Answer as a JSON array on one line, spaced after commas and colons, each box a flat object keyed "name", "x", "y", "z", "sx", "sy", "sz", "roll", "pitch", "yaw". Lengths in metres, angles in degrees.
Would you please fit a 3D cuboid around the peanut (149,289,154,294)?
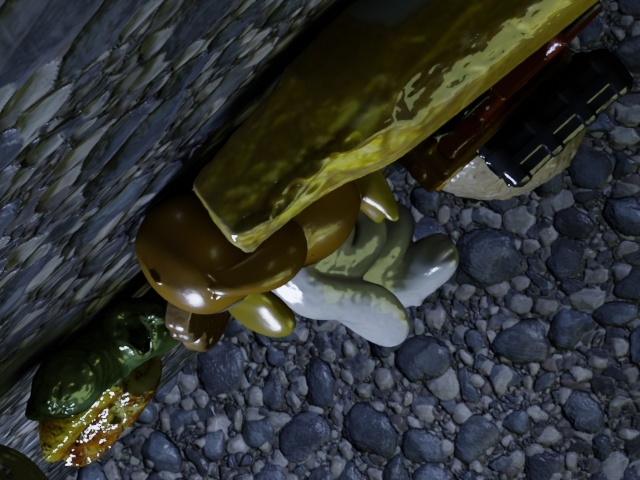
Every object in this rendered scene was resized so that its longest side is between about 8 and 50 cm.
[{"name": "peanut", "x": -0.194, "y": 0.090, "z": 2.056, "sx": 0.152, "sy": 0.076, "sz": 0.076, "roll": -47, "pitch": 176, "yaw": 14}]

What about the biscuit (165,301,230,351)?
[{"name": "biscuit", "x": -0.114, "y": 0.024, "z": 1.925, "sx": 0.320, "sy": 0.047, "sz": 0.183, "roll": -57, "pitch": 164, "yaw": -48}]

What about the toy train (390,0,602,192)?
[{"name": "toy train", "x": 0.195, "y": -0.219, "z": 1.948, "sx": 0.369, "sy": 0.163, "sz": 0.231, "roll": -42, "pitch": 178, "yaw": -38}]

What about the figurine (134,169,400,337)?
[{"name": "figurine", "x": -0.062, "y": -0.018, "z": 1.552, "sx": 0.228, "sy": 0.215, "sz": 0.215, "roll": -58, "pitch": 180, "yaw": -11}]

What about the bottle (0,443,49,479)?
[{"name": "bottle", "x": -0.413, "y": 0.328, "z": 1.640, "sx": 0.171, "sy": 0.171, "sz": 0.351, "roll": -44, "pitch": 174, "yaw": 16}]

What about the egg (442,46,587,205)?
[{"name": "egg", "x": 0.255, "y": -0.189, "z": 2.324, "sx": 0.310, "sy": 0.279, "sz": 0.279, "roll": -25, "pitch": 166, "yaw": -38}]

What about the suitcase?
[{"name": "suitcase", "x": 0.295, "y": -0.158, "z": 2.055, "sx": 0.206, "sy": 0.066, "sz": 0.285, "roll": -42, "pitch": -178, "yaw": 6}]

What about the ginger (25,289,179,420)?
[{"name": "ginger", "x": -0.242, "y": 0.125, "z": 1.834, "sx": 0.137, "sy": 0.089, "sz": 0.290, "roll": -22, "pitch": -173, "yaw": 39}]

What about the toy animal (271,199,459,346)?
[{"name": "toy animal", "x": 0.000, "y": 0.000, "z": 1.792, "sx": 0.206, "sy": 0.272, "sz": 0.265, "roll": -43, "pitch": 164, "yaw": 16}]

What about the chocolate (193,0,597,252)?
[{"name": "chocolate", "x": 0.078, "y": -0.156, "z": 1.415, "sx": 0.445, "sy": 0.162, "sz": 0.162, "roll": -42, "pitch": 177, "yaw": -2}]

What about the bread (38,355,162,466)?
[{"name": "bread", "x": -0.275, "y": 0.193, "z": 2.002, "sx": 0.172, "sy": 0.103, "sz": 0.132, "roll": -48, "pitch": -151, "yaw": 31}]
